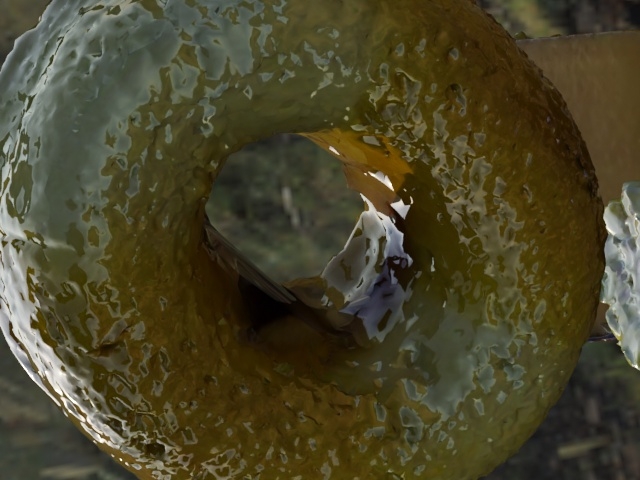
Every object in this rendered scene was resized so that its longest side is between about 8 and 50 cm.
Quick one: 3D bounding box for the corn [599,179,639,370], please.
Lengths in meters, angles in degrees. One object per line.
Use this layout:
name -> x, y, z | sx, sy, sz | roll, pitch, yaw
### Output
corn -> 0.233, 0.012, 0.710 | 0.093, 0.244, 0.093 | 177, 90, -79

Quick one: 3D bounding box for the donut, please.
donut -> -0.001, 0.001, 0.502 | 0.190, 0.174, 0.074 | 57, 175, -29

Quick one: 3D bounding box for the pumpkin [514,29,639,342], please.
pumpkin -> 0.255, -0.038, 1.244 | 0.256, 0.303, 0.225 | 175, 92, -72
